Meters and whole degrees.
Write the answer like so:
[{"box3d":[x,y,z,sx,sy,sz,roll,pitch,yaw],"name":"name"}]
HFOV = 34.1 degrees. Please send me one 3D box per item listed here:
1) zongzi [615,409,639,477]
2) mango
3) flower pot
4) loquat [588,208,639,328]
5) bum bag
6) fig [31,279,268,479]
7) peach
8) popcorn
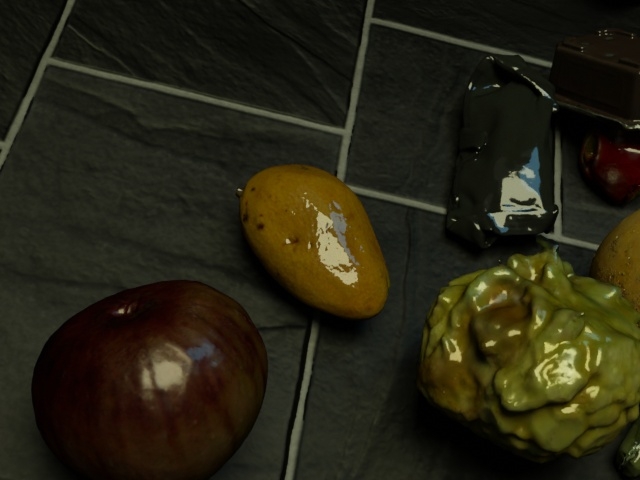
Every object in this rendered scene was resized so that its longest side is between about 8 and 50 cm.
[{"box3d":[0.370,0.213,1.209,0.104,0.052,0.113,-15,43,-14],"name":"zongzi"},{"box3d":[0.000,0.000,1.231,0.147,0.109,0.227,-30,67,-32],"name":"mango"},{"box3d":[0.423,-0.231,1.443,0.179,0.084,0.251,-17,28,-25],"name":"flower pot"},{"box3d":[0.427,0.060,1.214,0.235,0.235,0.235,7,54,-9],"name":"loquat"},{"box3d":[0.253,-0.119,1.399,0.142,0.079,0.326,10,60,5],"name":"bum bag"},{"box3d":[-0.165,0.148,1.037,0.235,0.214,0.235,-10,48,11],"name":"fig"},{"box3d":[0.444,-0.124,1.439,0.172,0.092,0.127,-8,54,-16],"name":"peach"},{"box3d":[0.230,0.118,1.120,0.249,0.225,0.249,23,12,-5],"name":"popcorn"}]
